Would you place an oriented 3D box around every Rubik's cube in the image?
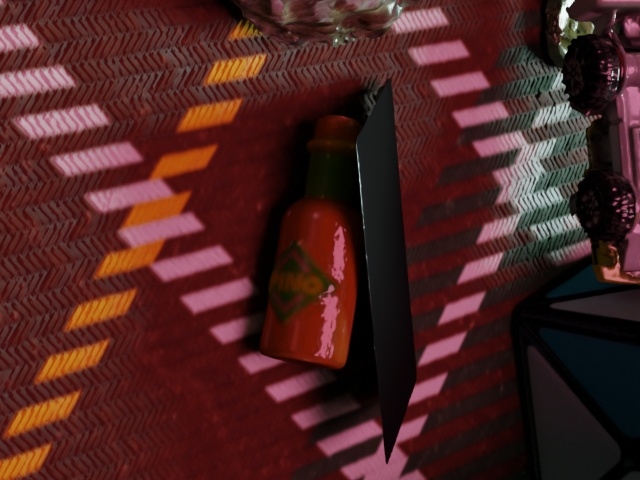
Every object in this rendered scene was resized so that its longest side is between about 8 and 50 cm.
[{"bbox_3d":[0.346,0.145,1.792,0.250,0.248,0.246,-30,118,-44],"label":"Rubik's cube"}]

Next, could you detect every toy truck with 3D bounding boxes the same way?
[{"bbox_3d":[0.273,-0.103,1.727,0.136,0.111,0.285,-2,88,-21],"label":"toy truck"}]

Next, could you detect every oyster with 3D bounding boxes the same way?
[{"bbox_3d":[0.016,-0.230,1.420,0.267,0.112,0.198,-53,133,-28],"label":"oyster"}]

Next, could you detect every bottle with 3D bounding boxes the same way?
[{"bbox_3d":[0.000,0.000,1.475,0.069,0.069,0.187,18,78,-51],"label":"bottle"}]

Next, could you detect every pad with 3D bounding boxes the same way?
[{"bbox_3d":[0.050,0.022,1.530,0.159,0.009,0.265,-63,149,-66],"label":"pad"}]

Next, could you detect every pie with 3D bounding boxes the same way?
[{"bbox_3d":[0.224,-0.193,1.761,0.084,0.020,0.084,-15,109,-48],"label":"pie"}]
